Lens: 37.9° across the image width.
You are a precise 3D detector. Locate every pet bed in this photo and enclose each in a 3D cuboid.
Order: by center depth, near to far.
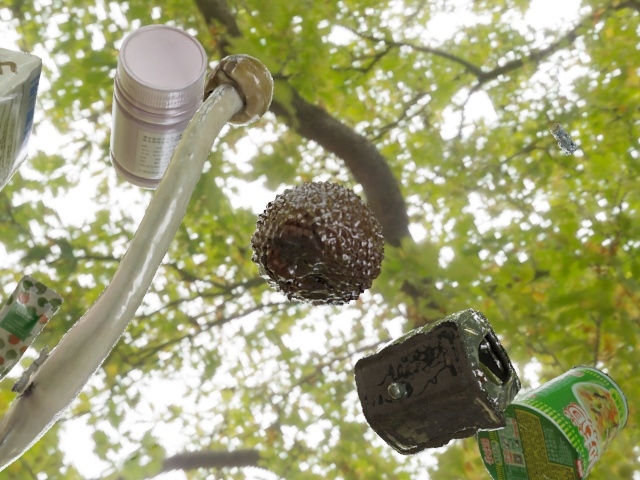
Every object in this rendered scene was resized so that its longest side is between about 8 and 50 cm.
[{"bbox_3d":[0.178,0.220,1.431,0.211,0.159,0.183,-25,-87,29],"label":"pet bed"}]

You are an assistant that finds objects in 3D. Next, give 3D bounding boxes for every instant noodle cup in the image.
[{"bbox_3d":[0.431,0.336,1.657,0.207,0.233,0.207,21,-59,40],"label":"instant noodle cup"}]

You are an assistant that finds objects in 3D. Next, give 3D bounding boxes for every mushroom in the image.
[{"bbox_3d":[-0.111,0.029,0.475,0.043,0.306,0.068,33,-12,-2],"label":"mushroom"}]

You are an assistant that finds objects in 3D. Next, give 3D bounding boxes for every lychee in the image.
[{"bbox_3d":[0.000,0.000,1.267,0.188,0.188,0.188,40,-36,38],"label":"lychee"}]

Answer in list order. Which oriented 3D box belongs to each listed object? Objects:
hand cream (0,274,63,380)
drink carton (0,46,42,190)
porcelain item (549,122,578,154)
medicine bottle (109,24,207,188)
[{"bbox_3d":[-0.377,0.122,1.113,0.057,0.165,0.037,35,-9,-6],"label":"hand cream"},{"bbox_3d":[-0.398,-0.106,0.876,0.324,0.194,0.132,-94,-163,-66],"label":"drink carton"},{"bbox_3d":[0.487,-0.200,1.858,0.028,0.036,0.083,-17,-40,37],"label":"porcelain item"},{"bbox_3d":[-0.247,-0.195,1.402,0.133,0.133,0.249,54,-28,19],"label":"medicine bottle"}]
